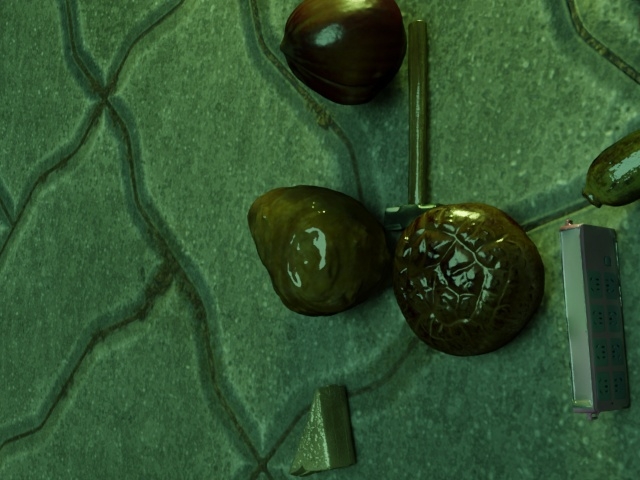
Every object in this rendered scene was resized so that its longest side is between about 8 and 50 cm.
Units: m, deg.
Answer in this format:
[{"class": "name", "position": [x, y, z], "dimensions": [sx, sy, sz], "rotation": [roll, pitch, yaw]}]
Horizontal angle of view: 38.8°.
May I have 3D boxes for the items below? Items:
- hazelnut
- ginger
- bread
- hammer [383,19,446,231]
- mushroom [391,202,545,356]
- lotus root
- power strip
[{"class": "hazelnut", "position": [0.038, -0.339, 1.548], "dimensions": [0.229, 0.229, 0.230], "rotation": [-5, 82, 42]}, {"class": "ginger", "position": [-0.003, -0.001, 1.569], "dimensions": [0.223, 0.200, 0.270], "rotation": [-35, 64, 37]}, {"class": "bread", "position": [-0.004, 0.340, 1.619], "dimensions": [0.105, 0.077, 0.152], "rotation": [-19, 72, 39]}, {"class": "hammer", "position": [0.165, -0.196, 1.551], "dimensions": [0.111, 0.043, 0.366], "rotation": [-6, 79, 43]}, {"class": "mushroom", "position": [0.218, 0.060, 1.402], "dimensions": [0.253, 0.153, 0.253], "rotation": [6, 100, 40]}, {"class": "lotus root", "position": [0.437, -0.108, 1.252], "dimensions": [0.080, 0.089, 0.179], "rotation": [44, 119, -12]}, {"class": "power strip", "position": [0.382, 0.109, 1.266], "dimensions": [0.037, 0.109, 0.279], "rotation": [-10, 79, 44]}]
